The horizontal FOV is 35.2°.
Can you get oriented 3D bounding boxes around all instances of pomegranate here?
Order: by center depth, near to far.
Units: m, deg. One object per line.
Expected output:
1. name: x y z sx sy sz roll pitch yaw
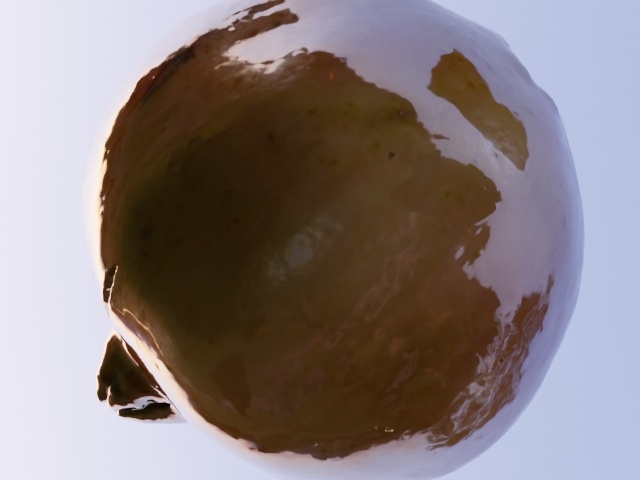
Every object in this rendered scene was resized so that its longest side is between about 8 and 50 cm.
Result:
1. pomegranate: 0.006 -0.003 0.411 0.209 0.209 0.209 5 -81 35
